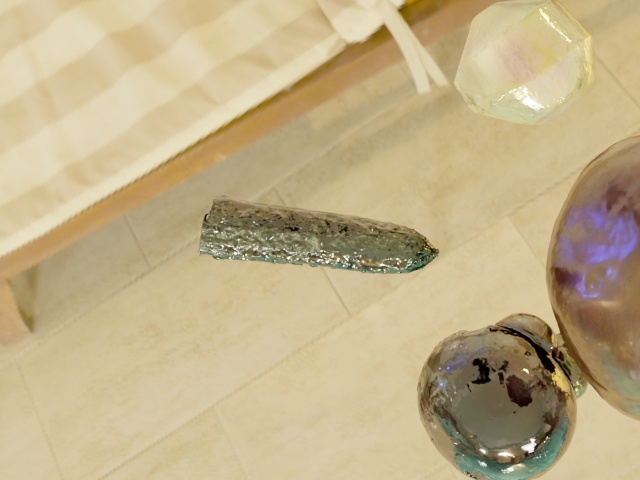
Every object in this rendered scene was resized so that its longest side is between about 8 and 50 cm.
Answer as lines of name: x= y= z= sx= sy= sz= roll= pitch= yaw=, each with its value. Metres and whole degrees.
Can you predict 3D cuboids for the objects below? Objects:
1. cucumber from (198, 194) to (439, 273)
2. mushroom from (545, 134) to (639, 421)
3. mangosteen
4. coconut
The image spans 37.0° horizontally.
cucumber: x=-0.001 y=-0.001 z=0.978 sx=0.245 sy=0.067 sz=0.067 roll=7 pitch=71 yaw=-11
mushroom: x=0.330 y=0.016 z=0.871 sx=0.283 sy=0.195 sz=0.263 roll=-53 pitch=41 yaw=-6
mangosteen: x=0.247 y=0.189 z=1.223 sx=0.250 sy=0.211 sz=0.211 roll=-31 pitch=60 yaw=-24
coconut: x=0.376 y=-0.334 z=1.784 sx=0.259 sy=0.259 sz=0.259 roll=-7 pitch=69 yaw=17
